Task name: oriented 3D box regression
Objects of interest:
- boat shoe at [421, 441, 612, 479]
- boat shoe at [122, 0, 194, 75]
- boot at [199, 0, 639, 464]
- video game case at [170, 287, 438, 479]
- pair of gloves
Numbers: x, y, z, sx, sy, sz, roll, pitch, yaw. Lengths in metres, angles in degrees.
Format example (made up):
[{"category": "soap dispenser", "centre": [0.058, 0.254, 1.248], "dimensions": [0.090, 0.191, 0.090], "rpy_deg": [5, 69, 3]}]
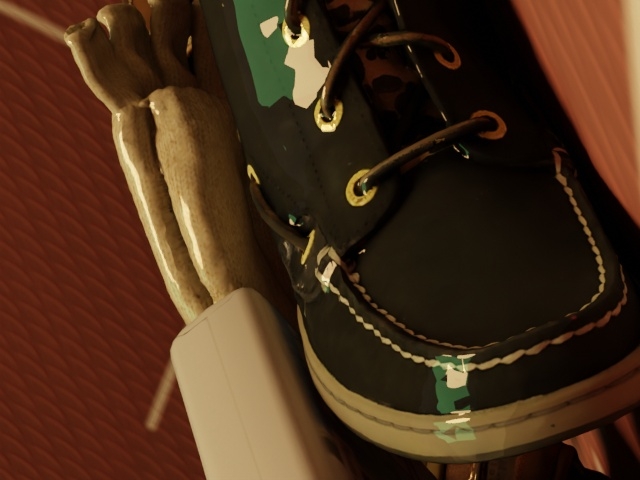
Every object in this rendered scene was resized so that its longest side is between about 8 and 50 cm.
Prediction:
[{"category": "boat shoe", "centre": [0.078, 0.109, 0.700], "dimensions": [0.178, 0.060, 0.064], "rpy_deg": [54, -134, -57]}, {"category": "boat shoe", "centre": [-0.033, -0.090, 1.070], "dimensions": [0.324, 0.123, 0.120], "rpy_deg": [-128, 19, -52]}, {"category": "boot", "centre": [0.009, -0.059, 0.523], "dimensions": [0.236, 0.085, 0.178], "rpy_deg": [-120, 11, -66]}, {"category": "video game case", "centre": [0.089, 0.189, 0.504], "dimensions": [0.300, 0.036, 0.329], "rpy_deg": [48, -172, -29]}, {"category": "pair of gloves", "centre": [0.000, 0.000, 0.721], "dimensions": [0.240, 0.042, 0.204], "rpy_deg": [-28, -81, -66]}]
